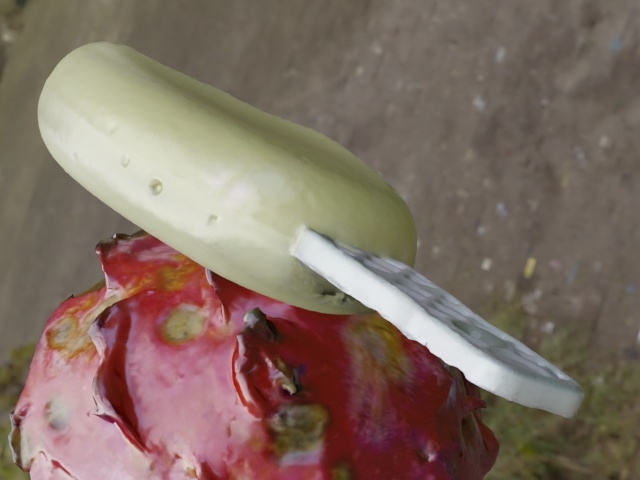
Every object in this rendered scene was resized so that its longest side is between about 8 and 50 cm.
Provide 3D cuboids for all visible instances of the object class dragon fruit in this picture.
[{"bbox_3d":[-0.015,0.152,1.212,0.249,0.371,0.386,-27,42,36],"label":"dragon fruit"}]

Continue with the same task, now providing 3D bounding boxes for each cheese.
[{"bbox_3d":[0.000,0.000,0.560,0.255,0.127,0.050,36,103,52],"label":"cheese"}]
